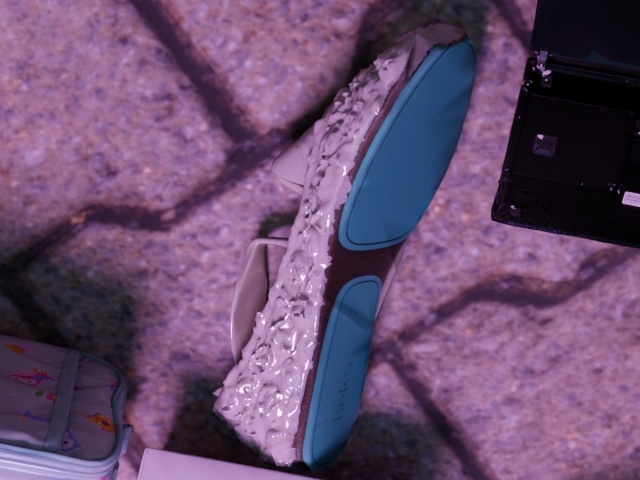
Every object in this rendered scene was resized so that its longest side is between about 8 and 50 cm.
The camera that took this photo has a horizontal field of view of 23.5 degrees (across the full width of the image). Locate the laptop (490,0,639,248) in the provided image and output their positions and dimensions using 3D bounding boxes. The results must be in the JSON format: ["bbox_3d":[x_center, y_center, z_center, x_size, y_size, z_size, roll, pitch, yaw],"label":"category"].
[{"bbox_3d":[0.283,-0.134,1.287,0.234,0.137,0.264,10,128,3],"label":"laptop"}]

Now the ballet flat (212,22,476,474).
[{"bbox_3d":[0.000,0.000,1.288,0.147,0.147,0.409,19,102,1],"label":"ballet flat"}]

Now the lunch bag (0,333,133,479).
[{"bbox_3d":[-0.266,0.155,1.267,0.224,0.279,0.108,9,104,-8],"label":"lunch bag"}]

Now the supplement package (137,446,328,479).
[{"bbox_3d":[-0.042,0.271,1.313,0.244,0.139,0.134,11,73,-1],"label":"supplement package"}]
